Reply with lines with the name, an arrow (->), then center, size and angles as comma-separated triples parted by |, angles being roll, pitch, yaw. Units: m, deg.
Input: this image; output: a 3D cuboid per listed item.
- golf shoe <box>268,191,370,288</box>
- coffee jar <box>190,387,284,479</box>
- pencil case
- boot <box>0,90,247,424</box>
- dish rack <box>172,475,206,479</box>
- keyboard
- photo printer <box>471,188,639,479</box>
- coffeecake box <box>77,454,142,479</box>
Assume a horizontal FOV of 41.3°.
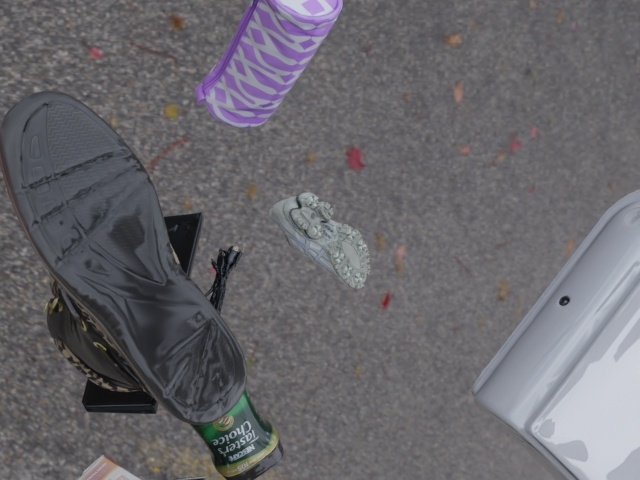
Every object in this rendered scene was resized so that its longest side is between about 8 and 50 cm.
golf shoe -> 0.000, 0.000, 1.170 | 0.176, 0.086, 0.069 | 50, 57, -31
coffee jar -> -0.123, 0.237, 1.123 | 0.096, 0.079, 0.184 | -33, 117, -10
pencil case -> -0.054, -0.193, 0.843 | 0.088, 0.206, 0.086 | -4, 65, -27
boot -> -0.253, 0.035, 0.961 | 0.138, 0.284, 0.377 | -39, 103, -27
dish rack -> -0.225, 0.410, 1.101 | 0.271, 0.074, 0.208 | 8, 71, -44
keyboard -> -0.212, 0.095, 1.203 | 0.033, 0.201, 0.317 | 58, 34, -50
photo printer -> 0.328, 0.115, 0.894 | 0.307, 0.107, 0.256 | -50, 125, -8
coffeecake box -> -0.126, 0.280, 0.714 | 0.068, 0.185, 0.142 | -44, 129, -31
